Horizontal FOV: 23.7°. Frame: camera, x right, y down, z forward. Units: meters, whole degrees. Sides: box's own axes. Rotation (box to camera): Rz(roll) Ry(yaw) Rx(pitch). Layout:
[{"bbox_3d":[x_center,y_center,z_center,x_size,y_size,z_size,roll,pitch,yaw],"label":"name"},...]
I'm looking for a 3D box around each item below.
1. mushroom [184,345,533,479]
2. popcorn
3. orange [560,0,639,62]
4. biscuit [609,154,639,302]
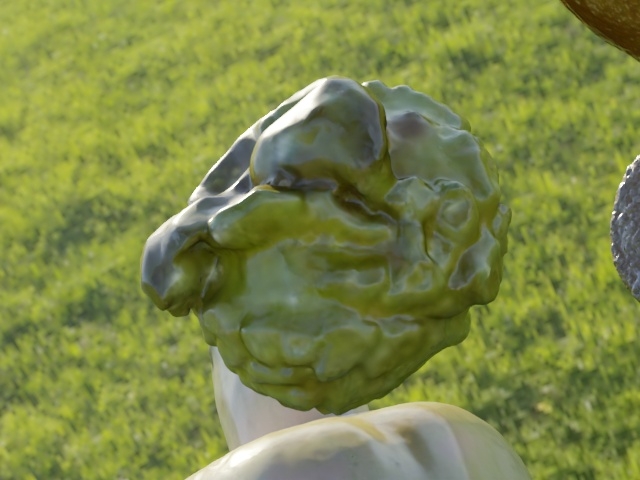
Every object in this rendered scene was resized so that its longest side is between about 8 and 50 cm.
[{"bbox_3d":[0.018,0.246,1.245,0.325,0.353,0.353,21,38,-4],"label":"mushroom"},{"bbox_3d":[0.000,0.000,1.065,0.251,0.237,0.206,7,15,-31],"label":"popcorn"},{"bbox_3d":[0.169,-0.160,0.634,0.206,0.206,0.206,-19,31,12],"label":"orange"},{"bbox_3d":[0.207,-0.010,0.811,0.120,0.015,0.120,-9,75,35],"label":"biscuit"}]
